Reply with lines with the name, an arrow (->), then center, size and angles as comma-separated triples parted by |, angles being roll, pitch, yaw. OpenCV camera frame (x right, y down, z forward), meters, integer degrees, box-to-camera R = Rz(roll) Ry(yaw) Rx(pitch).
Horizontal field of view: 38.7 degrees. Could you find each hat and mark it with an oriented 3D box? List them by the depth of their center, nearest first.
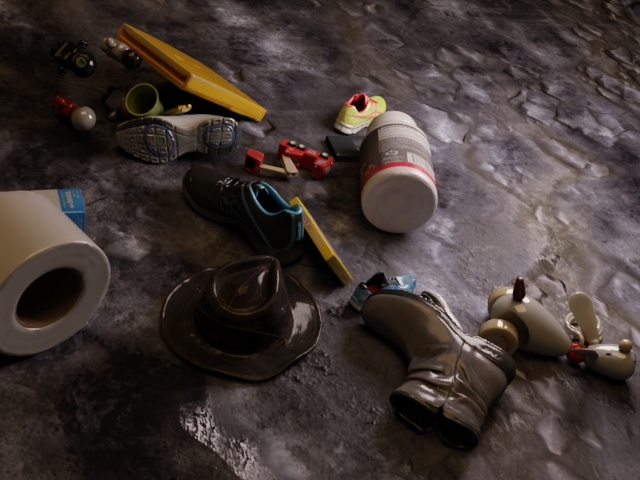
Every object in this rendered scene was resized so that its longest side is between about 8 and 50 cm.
hat -> -0.142, 0.108, 1.751 | 0.331, 0.134, 0.331 | 8, 37, -6

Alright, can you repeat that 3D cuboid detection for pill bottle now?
pill bottle -> 0.180, -0.177, 2.186 | 0.176, 0.176, 0.318 | 10, 37, -6

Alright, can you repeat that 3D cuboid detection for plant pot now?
plant pot -> -0.413, -0.323, 2.191 | 0.083, 0.079, 0.083 | -4, 74, 13

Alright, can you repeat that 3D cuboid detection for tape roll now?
tape roll -> -0.518, 0.057, 1.600 | 0.246, 0.246, 0.169 | -25, 52, -40

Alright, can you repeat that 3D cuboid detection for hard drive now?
hard drive -> 0.088, -0.239, 2.363 | 0.135, 0.022, 0.094 | -1, 40, -19

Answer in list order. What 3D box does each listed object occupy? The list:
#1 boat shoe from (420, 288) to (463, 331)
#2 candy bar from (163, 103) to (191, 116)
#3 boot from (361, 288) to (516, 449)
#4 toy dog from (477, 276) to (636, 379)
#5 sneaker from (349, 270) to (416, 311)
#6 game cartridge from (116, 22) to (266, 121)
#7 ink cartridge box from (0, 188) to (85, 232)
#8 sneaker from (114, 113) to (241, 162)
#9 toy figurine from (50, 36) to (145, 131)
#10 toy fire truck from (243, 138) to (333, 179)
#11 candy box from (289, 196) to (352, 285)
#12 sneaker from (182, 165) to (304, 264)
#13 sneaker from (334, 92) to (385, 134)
boat shoe -> 0.243, 0.155, 1.887 | 0.040, 0.049, 0.142 | -11, 46, -29
candy bar -> -0.370, -0.312, 2.241 | 0.040, 0.018, 0.161 | -18, 7, -39
boot -> 0.185, 0.233, 1.720 | 0.338, 0.118, 0.223 | 26, 43, 22
toy dog -> 0.484, 0.166, 1.857 | 0.334, 0.161, 0.220 | 5, 38, -12
sneaker -> 0.138, 0.099, 1.902 | 0.162, 0.073, 0.063 | -16, 46, -34
game cartridge -> -0.324, -0.420, 2.317 | 0.285, 0.052, 0.324 | 39, 10, 29
ink cartridge box -> -0.563, -0.017, 1.758 | 0.203, 0.148, 0.086 | -3, 41, -22
sneaker -> -0.346, -0.253, 2.195 | 0.297, 0.111, 0.129 | -2, 18, -20
toy figurine -> -0.528, -0.377, 2.182 | 0.210, 0.213, 0.148 | -15, 33, -39
toy fire truck -> -0.076, -0.189, 2.224 | 0.192, 0.047, 0.135 | 22, 38, 8
candy box -> 0.000, 0.000, 1.967 | 0.027, 0.105, 0.206 | -36, 48, 4
sneaker -> -0.161, -0.091, 1.994 | 0.341, 0.139, 0.125 | 32, 43, 24
sneaker -> 0.120, -0.360, 2.470 | 0.081, 0.094, 0.208 | 28, 38, 20
